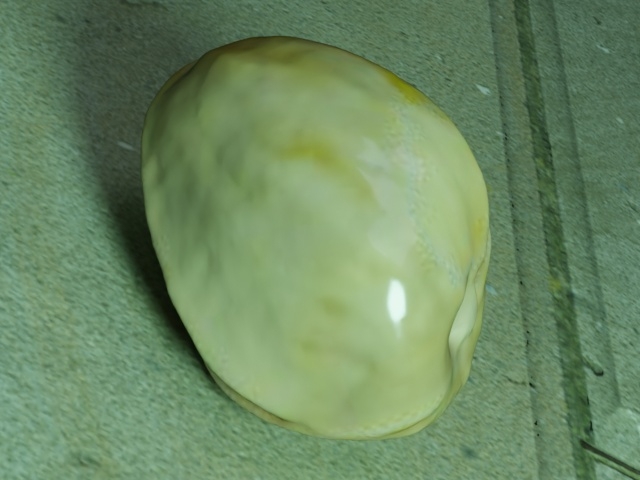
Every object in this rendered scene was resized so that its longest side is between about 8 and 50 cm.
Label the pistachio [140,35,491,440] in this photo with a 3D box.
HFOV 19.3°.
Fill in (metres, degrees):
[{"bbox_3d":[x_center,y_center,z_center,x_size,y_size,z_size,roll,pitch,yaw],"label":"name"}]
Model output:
[{"bbox_3d":[0.000,0.000,1.263,0.230,0.230,0.309,2,39,-46],"label":"pistachio"}]
